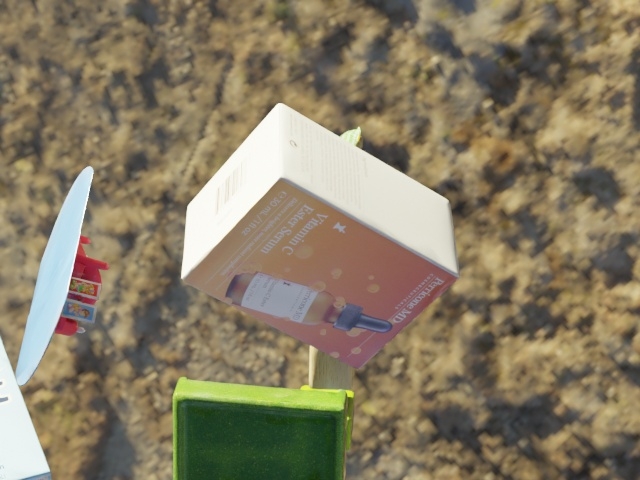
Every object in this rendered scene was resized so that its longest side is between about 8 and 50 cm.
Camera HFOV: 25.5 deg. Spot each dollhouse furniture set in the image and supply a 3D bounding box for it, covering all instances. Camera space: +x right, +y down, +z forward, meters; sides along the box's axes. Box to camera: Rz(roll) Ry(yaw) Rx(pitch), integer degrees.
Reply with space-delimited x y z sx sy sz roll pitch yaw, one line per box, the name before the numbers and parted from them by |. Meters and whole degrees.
dollhouse furniture set | -0.045 0.057 1.295 0.151 0.197 0.301 3 105 4

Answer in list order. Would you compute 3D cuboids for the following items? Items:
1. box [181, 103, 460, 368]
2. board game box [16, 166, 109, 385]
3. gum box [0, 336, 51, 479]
box | 0.000 0.000 1.088 0.170 0.091 0.130 28 125 -24
board game box | -0.183 0.031 1.050 0.033 0.168 0.133 19 143 -18
gum box | -0.306 0.140 1.082 0.041 0.157 0.184 96 152 -42
